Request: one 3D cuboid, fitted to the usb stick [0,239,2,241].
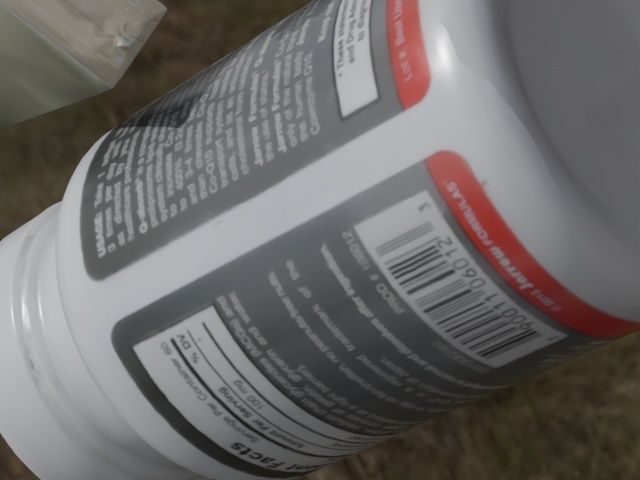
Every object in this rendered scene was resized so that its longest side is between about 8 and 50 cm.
[{"bbox_3d":[-0.148,0.039,1.344,0.278,0.045,0.077,12,2,37],"label":"usb stick"}]

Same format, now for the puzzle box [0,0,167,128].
[{"bbox_3d":[-0.285,-0.202,0.972,0.052,0.409,0.272,-57,18,-13],"label":"puzzle box"}]

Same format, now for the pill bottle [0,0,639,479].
[{"bbox_3d":[0.000,0.000,0.978,0.363,0.210,0.210,-27,25,35],"label":"pill bottle"}]
